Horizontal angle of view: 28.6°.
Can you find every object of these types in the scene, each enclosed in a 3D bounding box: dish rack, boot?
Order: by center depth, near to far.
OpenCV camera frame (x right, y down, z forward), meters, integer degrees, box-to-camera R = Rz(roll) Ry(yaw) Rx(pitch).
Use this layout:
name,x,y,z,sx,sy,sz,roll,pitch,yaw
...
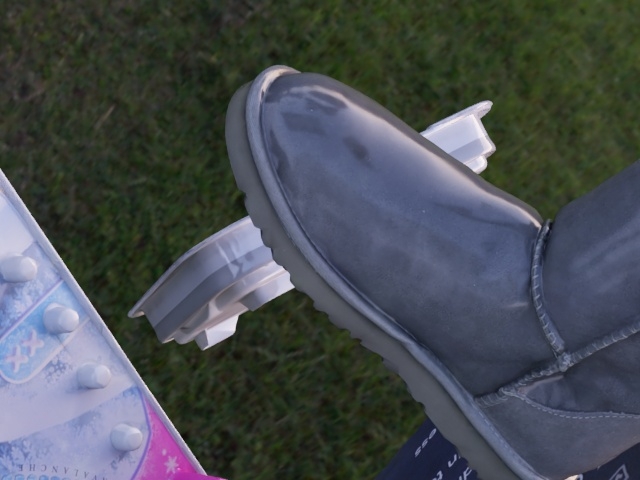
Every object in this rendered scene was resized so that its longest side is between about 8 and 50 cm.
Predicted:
name,x,y,z,sx,sy,sz,roll,pitch,yaw
boot,0.101,-0.019,0.362,0.189,0.208,0.076,46,39,-18
dish rack,0.000,0.000,1.159,0.333,0.285,0.072,-26,85,-26

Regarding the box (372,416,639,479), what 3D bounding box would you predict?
name,x,y,z,sx,sy,sz,roll,pitch,yaw
box,0.119,0.323,0.638,0.297,0.480,0.472,37,15,-6

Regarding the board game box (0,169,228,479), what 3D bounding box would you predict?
name,x,y,z,sx,sy,sz,roll,pitch,yaw
board game box,-0.224,0.148,0.572,0.390,0.050,0.390,-49,122,-36
